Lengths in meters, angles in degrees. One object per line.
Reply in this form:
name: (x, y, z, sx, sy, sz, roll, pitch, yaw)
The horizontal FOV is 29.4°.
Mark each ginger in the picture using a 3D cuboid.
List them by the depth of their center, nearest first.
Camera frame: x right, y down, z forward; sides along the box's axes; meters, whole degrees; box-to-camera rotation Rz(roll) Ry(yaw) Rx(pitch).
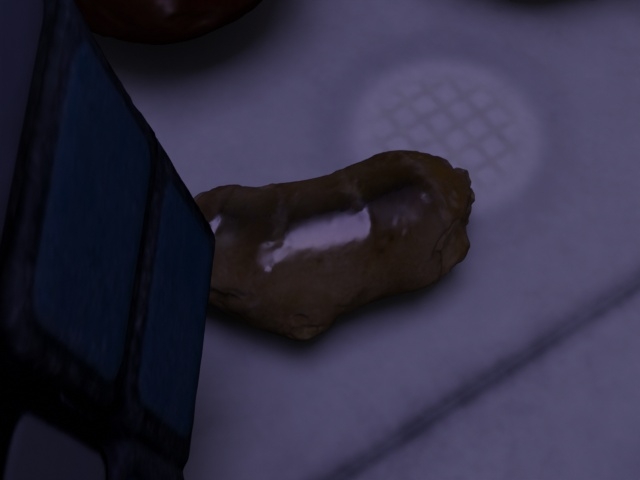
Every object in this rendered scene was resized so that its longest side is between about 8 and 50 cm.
ginger: (0.000, -0.001, 0.657, 0.190, 0.069, 0.095, -16, 39, -9)

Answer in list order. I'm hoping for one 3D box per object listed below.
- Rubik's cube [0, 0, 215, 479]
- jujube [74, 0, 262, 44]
Rubik's cube: (-0.242, 0.086, 0.362, 0.359, 0.363, 0.362, 5, 68, 7)
jujube: (-0.119, -0.230, 0.733, 0.190, 0.190, 0.255, -35, 59, -19)
